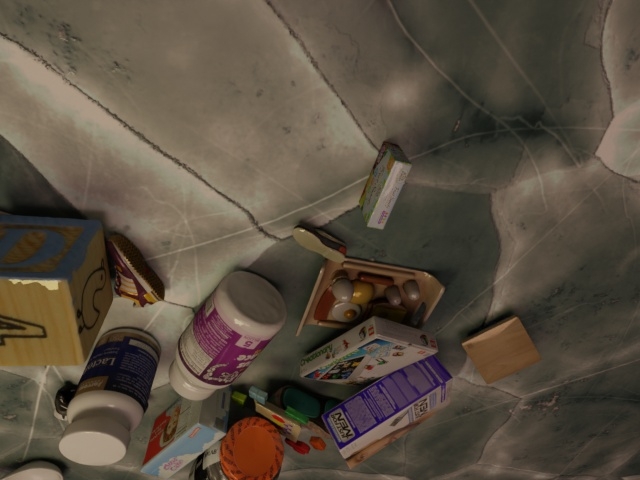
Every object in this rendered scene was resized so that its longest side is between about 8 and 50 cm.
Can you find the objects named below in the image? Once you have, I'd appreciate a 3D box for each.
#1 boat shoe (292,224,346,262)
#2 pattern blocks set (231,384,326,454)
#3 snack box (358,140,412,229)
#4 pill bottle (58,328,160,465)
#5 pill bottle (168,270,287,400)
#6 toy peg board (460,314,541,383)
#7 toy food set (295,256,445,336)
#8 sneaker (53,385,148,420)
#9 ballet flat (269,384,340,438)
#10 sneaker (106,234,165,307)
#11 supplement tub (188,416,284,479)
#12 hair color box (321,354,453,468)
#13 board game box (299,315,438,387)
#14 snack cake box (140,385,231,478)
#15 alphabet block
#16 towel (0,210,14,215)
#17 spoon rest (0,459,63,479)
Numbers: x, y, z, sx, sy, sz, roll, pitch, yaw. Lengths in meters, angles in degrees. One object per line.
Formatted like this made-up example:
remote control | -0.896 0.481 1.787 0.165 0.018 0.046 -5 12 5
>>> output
boat shoe | 0.000 0.000 0.875 0.137 0.043 0.049 29 141 -22
pattern blocks set | -0.116 0.491 1.111 0.286 0.026 0.324 30 144 3
snack box | 0.121 -0.106 0.783 0.037 0.100 0.141 11 121 -14
pill bottle | -0.463 0.341 0.910 0.153 0.264 0.153 -4 124 -5
pill bottle | -0.221 0.226 0.921 0.169 0.169 0.301 28 116 -23
toy peg board | 0.487 0.285 1.122 0.161 0.079 0.160 -32 106 13
toy food set | 0.114 0.164 0.969 0.306 0.092 0.219 11 121 -14
sneaker | -0.578 0.423 1.063 0.235 0.078 0.106 7 125 -9
ballet flat | -0.018 0.512 1.198 0.316 0.107 0.106 37 132 -21
sneaker | -0.409 0.074 0.855 0.084 0.069 0.185 -22 123 1
supplement tub | -0.236 0.634 1.136 0.207 0.207 0.338 16 133 -17
hair color box | 0.186 0.453 1.088 0.339 0.110 0.185 -27 138 -9
board game box | 0.109 0.288 1.010 0.193 0.053 0.305 22 137 -29
snack cake box | -0.362 0.507 1.103 0.089 0.152 0.264 37 113 -27
alphabet block | -0.506 0.086 0.724 0.194 0.192 0.197 4 122 -10
towel | -0.665 0.087 0.842 0.317 0.053 0.331 19 118 -19
spoon rest | -0.920 0.706 1.208 0.277 0.084 0.137 14 121 -15
